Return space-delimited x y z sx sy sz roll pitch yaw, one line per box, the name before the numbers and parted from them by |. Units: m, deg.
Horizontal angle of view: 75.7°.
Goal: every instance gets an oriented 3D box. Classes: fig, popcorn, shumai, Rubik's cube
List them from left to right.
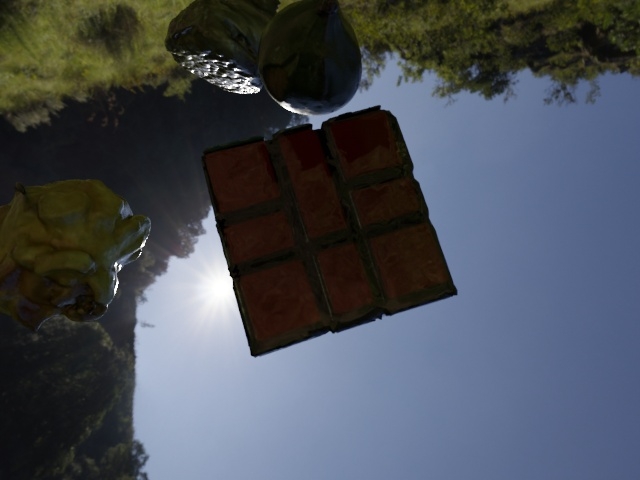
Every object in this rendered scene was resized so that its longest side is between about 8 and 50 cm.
popcorn | -0.412 0.018 0.652 0.286 0.215 0.252 -33 -153 21
shumai | -0.238 -0.575 1.095 0.329 0.291 0.289 19 -88 53
fig | -0.007 -0.332 0.716 0.245 0.195 0.196 131 -29 -62
Rubik's cube | 0.000 0.000 0.654 0.282 0.288 0.294 -14 -99 -5
